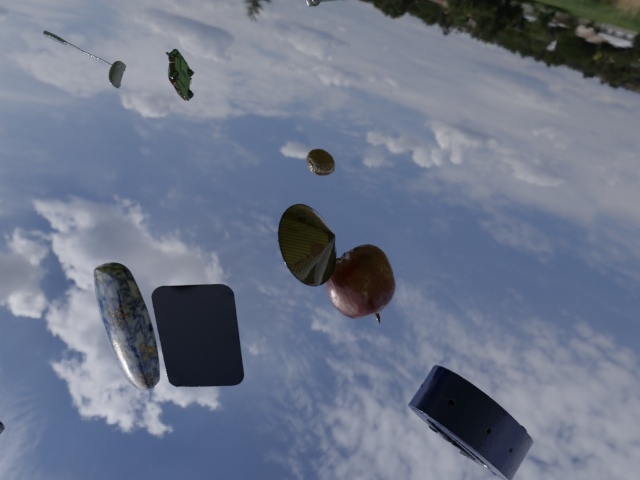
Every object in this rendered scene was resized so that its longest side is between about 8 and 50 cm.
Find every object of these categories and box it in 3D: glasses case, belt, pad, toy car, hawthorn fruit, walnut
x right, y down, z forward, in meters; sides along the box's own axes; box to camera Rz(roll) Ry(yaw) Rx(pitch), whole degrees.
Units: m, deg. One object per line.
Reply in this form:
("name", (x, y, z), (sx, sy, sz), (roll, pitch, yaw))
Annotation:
("glasses case", (-0.342, 0.156, 0.987), (0.087, 0.248, 0.065), (13, -151, 35))
("belt", (0.329, 0.406, 1.221), (0.212, 0.117, 0.347), (19, 159, 51))
("pad", (-0.267, 0.215, 1.221), (0.181, 0.267, 0.004), (-2, -156, 0))
("toy car", (-0.268, -0.311, 1.051), (0.035, 0.059, 0.122), (-18, -127, 12))
("hawthorn fruit", (0.107, 0.117, 1.373), (0.179, 0.179, 0.200), (-25, -95, -53))
("walnut", (0.002, -0.305, 2.163), (0.124, 0.105, 0.105), (32, -154, -5))

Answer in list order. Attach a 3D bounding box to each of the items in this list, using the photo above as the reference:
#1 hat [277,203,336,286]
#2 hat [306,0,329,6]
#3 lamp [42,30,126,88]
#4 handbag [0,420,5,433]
("hat", (0.000, 0.000, 1.220), (0.082, 0.193, 0.193), (-19, -176, 36))
("hat", (0.073, -0.605, 1.198), (0.214, 0.149, 0.245), (3, -144, 49))
("lamp", (-0.519, -0.398, 1.203), (0.198, 0.056, 0.050), (26, -177, 5))
("handbag", (-0.501, 0.260, 0.786), (0.072, 0.111, 0.047), (18, -120, 16))
